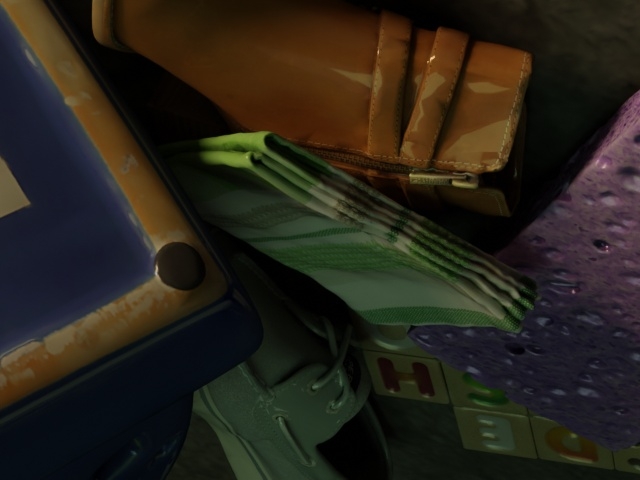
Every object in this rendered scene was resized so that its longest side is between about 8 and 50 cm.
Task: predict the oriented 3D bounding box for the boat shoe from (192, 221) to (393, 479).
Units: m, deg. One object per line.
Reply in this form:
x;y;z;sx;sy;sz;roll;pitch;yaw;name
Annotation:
-0.014;0.063;0.929;0.081;0.079;0.227;0;148;17;boat shoe

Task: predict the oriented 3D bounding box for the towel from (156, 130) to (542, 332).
0.000;0.000;0.781;0.152;0.023;0.113;28;161;-33;towel

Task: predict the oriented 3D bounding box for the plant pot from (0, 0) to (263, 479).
-0.177;0.022;0.738;0.236;0.236;0.212;57;145;7;plant pot

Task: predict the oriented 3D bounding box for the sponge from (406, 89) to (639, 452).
0.131;0.017;0.805;0.117;0.031;0.210;28;146;-10;sponge

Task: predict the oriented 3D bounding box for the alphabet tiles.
0.126;0.051;0.890;0.237;0.009;0.198;6;144;20;alphabet tiles

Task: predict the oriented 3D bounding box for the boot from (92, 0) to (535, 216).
0.003;-0.076;0.724;0.152;0.073;0.197;12;158;14;boot
